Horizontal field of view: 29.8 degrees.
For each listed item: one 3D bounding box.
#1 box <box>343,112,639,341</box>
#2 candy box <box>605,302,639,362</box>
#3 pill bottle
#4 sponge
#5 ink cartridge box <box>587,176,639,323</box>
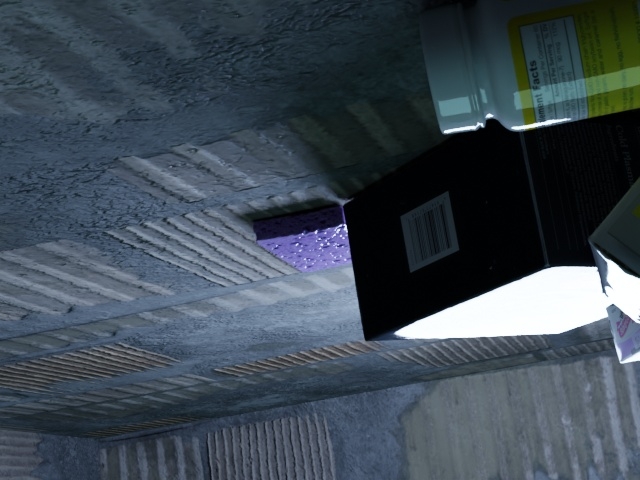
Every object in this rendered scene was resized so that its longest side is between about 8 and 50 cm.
[{"bbox_3d":[0.254,-0.008,1.394,0.313,0.178,0.343,-1,164,-31],"label":"box"},{"bbox_3d":[0.432,0.069,1.300,0.196,0.070,0.165,-8,164,-9],"label":"candy box"},{"bbox_3d":[0.186,-0.150,0.924,0.209,0.119,0.119,-10,165,10],"label":"pill bottle"},{"bbox_3d":[0.000,0.000,1.578,0.117,0.031,0.210,-11,165,14],"label":"sponge"},{"bbox_3d":[0.360,-0.074,1.057,0.307,0.072,0.303,-49,160,2],"label":"ink cartridge box"}]
